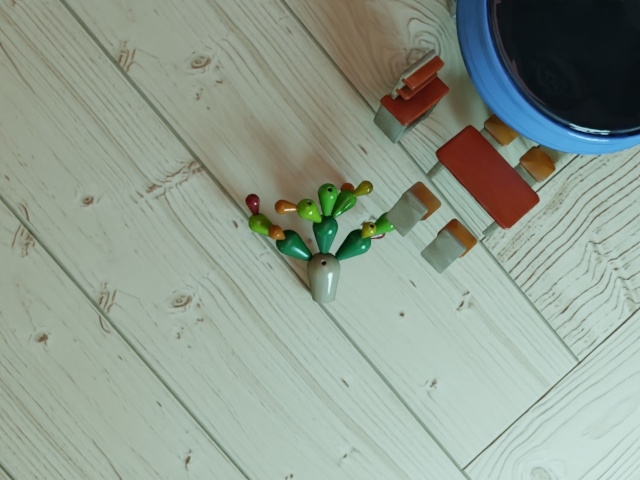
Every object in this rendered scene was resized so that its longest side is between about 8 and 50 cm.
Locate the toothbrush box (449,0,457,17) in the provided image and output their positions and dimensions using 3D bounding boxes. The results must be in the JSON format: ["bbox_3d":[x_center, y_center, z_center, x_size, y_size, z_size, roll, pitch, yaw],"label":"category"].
[{"bbox_3d":[0.335,-0.451,1.492,0.283,0.122,0.206,-4,91,-7],"label":"toothbrush box"}]

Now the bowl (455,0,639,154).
[{"bbox_3d":[0.385,-0.317,1.398,0.391,0.077,0.391,0,91,-12],"label":"bowl"}]

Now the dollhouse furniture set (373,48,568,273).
[{"bbox_3d":[0.202,-0.129,1.427,0.262,0.135,0.259,-40,83,-26],"label":"dollhouse furniture set"}]

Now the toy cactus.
[{"bbox_3d":[0.000,0.000,1.468,0.219,0.112,0.180,-3,110,-11],"label":"toy cactus"}]
